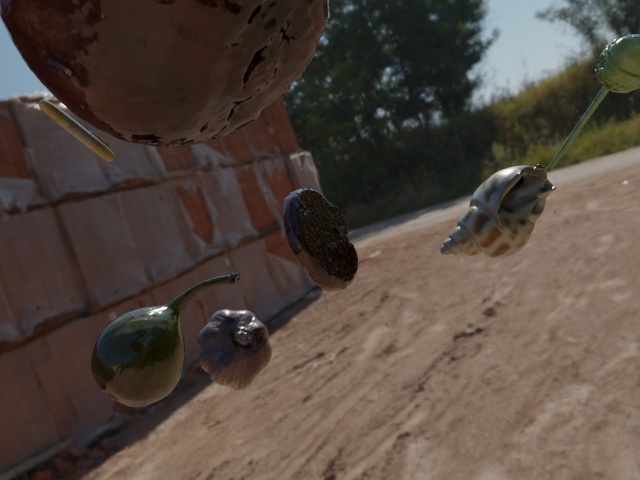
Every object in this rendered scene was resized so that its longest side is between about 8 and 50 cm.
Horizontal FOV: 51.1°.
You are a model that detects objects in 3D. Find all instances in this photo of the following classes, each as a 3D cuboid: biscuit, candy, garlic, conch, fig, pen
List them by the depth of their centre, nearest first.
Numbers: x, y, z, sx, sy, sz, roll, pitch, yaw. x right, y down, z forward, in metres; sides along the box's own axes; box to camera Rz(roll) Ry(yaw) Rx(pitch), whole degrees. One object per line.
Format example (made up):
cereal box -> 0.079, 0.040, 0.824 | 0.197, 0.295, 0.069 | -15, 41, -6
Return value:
fig -> -0.127, -0.189, 0.511 | 0.263, 0.223, 0.224 | 19, -7, -11
fig -> -0.203, 0.114, 0.902 | 0.236, 0.124, 0.124 | -48, 12, -21
biscuit -> 0.000, 0.000, 1.137 | 0.049, 0.192, 0.192 | -27, -2, 28
candy -> 0.493, -0.235, 1.230 | 0.092, 0.093, 0.335 | -8, -30, -17
garlic -> -0.165, 0.203, 1.295 | 0.147, 0.159, 0.102 | 13, -32, -7
pen -> -0.536, -0.244, 1.491 | 0.032, 0.040, 0.233 | 0, -25, 24
conch -> 0.393, -0.052, 1.500 | 0.275, 0.182, 0.149 | -44, 27, -16
